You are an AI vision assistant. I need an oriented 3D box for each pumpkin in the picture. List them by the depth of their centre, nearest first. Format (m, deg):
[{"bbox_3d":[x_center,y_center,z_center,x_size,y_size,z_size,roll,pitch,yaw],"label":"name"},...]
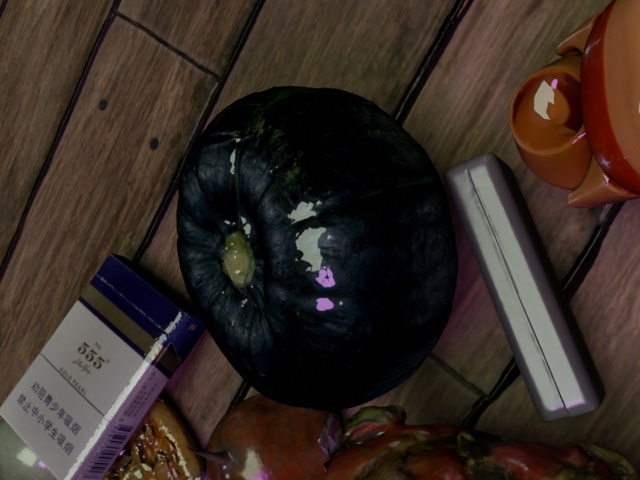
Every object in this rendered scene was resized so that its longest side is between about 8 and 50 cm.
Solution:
[{"bbox_3d":[0.000,0.000,0.687,0.315,0.238,0.315,24,122,46],"label":"pumpkin"}]

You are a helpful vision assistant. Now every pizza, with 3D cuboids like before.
[{"bbox_3d":[-0.252,0.300,0.921,0.226,0.069,0.147,-27,76,27],"label":"pizza"}]

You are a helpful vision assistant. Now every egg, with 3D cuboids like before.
[{"bbox_3d":[-0.402,0.295,0.983,0.152,0.114,0.114,9,93,31],"label":"egg"}]

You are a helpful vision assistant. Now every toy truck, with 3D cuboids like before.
[{"bbox_3d":[0.299,-0.111,0.558,0.265,0.239,0.189,-1,87,-10],"label":"toy truck"}]

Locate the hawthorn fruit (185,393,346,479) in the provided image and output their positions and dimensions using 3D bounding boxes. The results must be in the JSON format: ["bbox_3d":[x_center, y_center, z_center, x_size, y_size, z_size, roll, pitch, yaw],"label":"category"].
[{"bbox_3d":[-0.065,0.240,0.753,0.149,0.189,0.149,26,121,53],"label":"hawthorn fruit"}]

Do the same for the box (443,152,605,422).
[{"bbox_3d":[0.189,0.041,0.643,0.055,0.103,0.244,-24,76,22],"label":"box"}]

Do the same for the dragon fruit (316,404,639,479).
[{"bbox_3d":[0.172,0.278,0.559,0.263,0.296,0.314,-21,114,12],"label":"dragon fruit"}]

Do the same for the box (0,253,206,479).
[{"bbox_3d":[-0.281,0.163,0.899,0.168,0.071,0.259,33,84,30],"label":"box"}]
